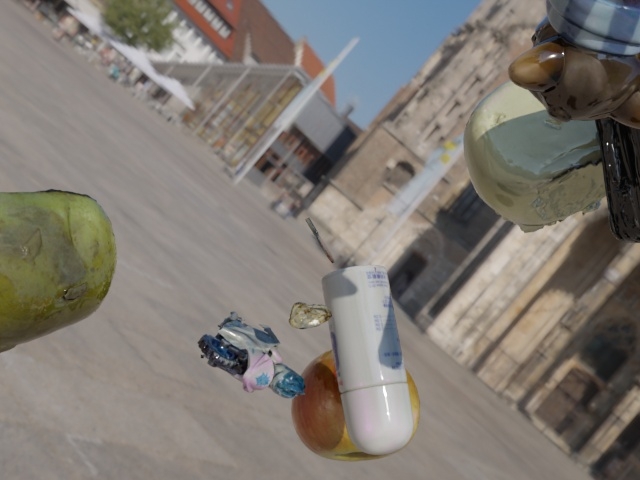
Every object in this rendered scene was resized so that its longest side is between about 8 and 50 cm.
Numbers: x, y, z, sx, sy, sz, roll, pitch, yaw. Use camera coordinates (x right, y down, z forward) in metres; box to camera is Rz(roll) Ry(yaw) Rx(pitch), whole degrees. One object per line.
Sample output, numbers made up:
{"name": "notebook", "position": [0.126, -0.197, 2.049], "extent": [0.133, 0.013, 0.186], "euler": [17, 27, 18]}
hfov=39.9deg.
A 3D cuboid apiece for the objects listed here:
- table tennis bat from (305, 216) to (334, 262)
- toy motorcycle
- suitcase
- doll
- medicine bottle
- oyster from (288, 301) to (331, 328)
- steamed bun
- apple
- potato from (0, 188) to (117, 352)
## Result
{"name": "table tennis bat", "position": [0.000, 0.000, 1.421], "extent": [0.083, 0.007, 0.050], "euler": [59, 5, 0]}
{"name": "toy motorcycle", "position": [-0.113, 0.221, 1.593], "extent": [0.204, 0.108, 0.239], "euler": [32, 23, 5]}
{"name": "suitcase", "position": [0.624, -0.177, 1.562], "extent": [0.339, 0.345, 0.188], "euler": [-6, -3, -38]}
{"name": "doll", "position": [0.339, -0.308, 1.025], "extent": [0.317, 0.340, 0.209], "euler": [4, 28, -14]}
{"name": "medicine bottle", "position": [0.090, 0.224, 1.640], "extent": [0.130, 0.130, 0.341], "euler": [39, 39, -72]}
{"name": "oyster", "position": [-0.016, 0.125, 1.491], "extent": [0.083, 0.054, 0.019], "euler": [7, 31, -26]}
{"name": "steamed bun", "position": [0.472, -0.189, 1.861], "extent": [0.233, 0.333, 0.312], "euler": [69, 7, -57]}
{"name": "apple", "position": [0.079, 0.363, 1.961], "extent": [0.286, 0.285, 0.233], "euler": [40, 43, -55]}
{"name": "potato", "position": [-0.304, 0.044, 0.858], "extent": [0.271, 0.160, 0.111], "euler": [-3, 49, -47]}
